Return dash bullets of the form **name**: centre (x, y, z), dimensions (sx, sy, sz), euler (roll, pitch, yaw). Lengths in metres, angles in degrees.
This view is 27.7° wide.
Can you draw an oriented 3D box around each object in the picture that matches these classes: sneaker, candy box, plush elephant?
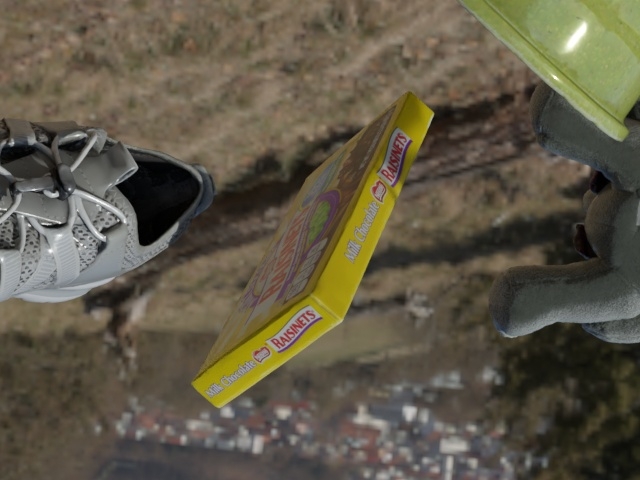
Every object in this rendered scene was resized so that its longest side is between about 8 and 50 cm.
- **sneaker**: centre (-0.145, -0.025, 0.597), dimensions (0.115, 0.105, 0.281), euler (-22, 177, 19)
- **candy box**: centre (0.000, 0.000, 0.734), dimensions (0.027, 0.206, 0.105), euler (40, 128, -11)
- **plush elephant**: centre (0.368, -0.030, 1.386), dimensions (0.330, 0.271, 0.255), euler (6, -173, 17)

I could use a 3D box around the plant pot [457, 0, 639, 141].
- **plant pot**: centre (0.194, -0.252, 0.886), dimensions (0.276, 0.254, 0.276), euler (39, -165, -13)
